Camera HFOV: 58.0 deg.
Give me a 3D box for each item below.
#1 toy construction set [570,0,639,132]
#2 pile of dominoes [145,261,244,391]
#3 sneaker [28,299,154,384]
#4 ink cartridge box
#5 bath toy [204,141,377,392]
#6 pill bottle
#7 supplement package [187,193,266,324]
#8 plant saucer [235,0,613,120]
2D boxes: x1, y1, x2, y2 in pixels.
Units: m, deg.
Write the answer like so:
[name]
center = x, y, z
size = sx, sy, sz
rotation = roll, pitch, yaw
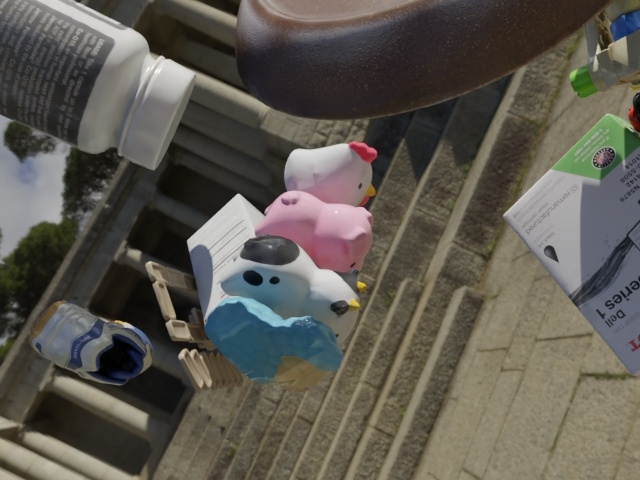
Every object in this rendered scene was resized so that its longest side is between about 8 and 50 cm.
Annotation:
[toy construction set]
center = 0.357, -0.224, 0.580
size = 0.328, 0.215, 0.151
rotation = -16, -5, -27
[pile of dominoes]
center = -0.200, 0.146, 0.903
size = 0.040, 0.196, 0.251
rotation = -23, -14, 4
[sneaker]
center = -0.333, 0.193, 0.932
size = 0.112, 0.131, 0.296
rotation = -61, -18, -11
[ink cartridge box]
center = 0.325, 0.005, 0.593
size = 0.092, 0.219, 0.160
rotation = 7, -48, -42
[bath toy]
center = 0.000, 0.000, 0.670
size = 0.129, 0.151, 0.348
rotation = -28, 28, 34
[pill bottle]
center = -0.391, -0.259, 0.880
size = 0.204, 0.361, 0.204
rotation = -59, 15, 26
[supplement package]
center = -0.118, 0.057, 0.966
size = 0.134, 0.139, 0.244
rotation = -42, 35, 8
[plant saucer]
center = 0.064, -0.213, 0.414
size = 0.050, 0.310, 0.310
rotation = 53, -126, -45
